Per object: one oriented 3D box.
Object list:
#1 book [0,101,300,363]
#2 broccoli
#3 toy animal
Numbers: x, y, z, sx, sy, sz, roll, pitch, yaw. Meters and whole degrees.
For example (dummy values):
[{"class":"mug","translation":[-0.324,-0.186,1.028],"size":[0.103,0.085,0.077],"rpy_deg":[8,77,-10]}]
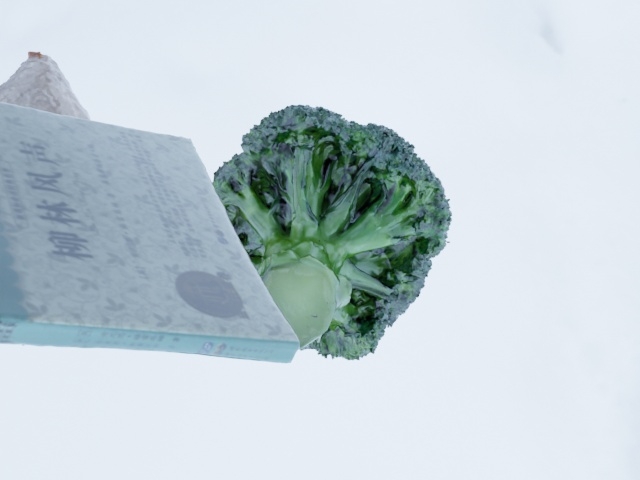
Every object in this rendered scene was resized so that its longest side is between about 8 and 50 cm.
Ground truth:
[{"class":"book","translation":[-0.220,-0.022,0.709],"size":[0.031,0.379,0.264],"rpy_deg":[-62,38,27]},{"class":"broccoli","translation":[0.000,0.000,1.152],"size":[0.297,0.298,0.297],"rpy_deg":[-56,8,15]},{"class":"toy animal","translation":[-0.449,-0.107,1.601],"size":[0.227,0.188,0.358],"rpy_deg":[-6,77,27]}]
